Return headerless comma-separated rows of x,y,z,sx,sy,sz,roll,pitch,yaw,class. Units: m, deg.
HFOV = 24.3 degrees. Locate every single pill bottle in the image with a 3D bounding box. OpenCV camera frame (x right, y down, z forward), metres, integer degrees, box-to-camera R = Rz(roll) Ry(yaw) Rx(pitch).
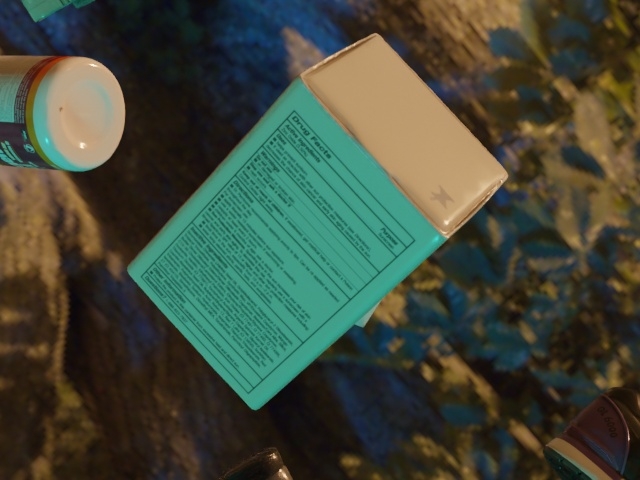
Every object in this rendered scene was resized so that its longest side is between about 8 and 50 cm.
-0.327,-0.140,1.608,0.221,0.121,0.121,6,-135,39,pill bottle

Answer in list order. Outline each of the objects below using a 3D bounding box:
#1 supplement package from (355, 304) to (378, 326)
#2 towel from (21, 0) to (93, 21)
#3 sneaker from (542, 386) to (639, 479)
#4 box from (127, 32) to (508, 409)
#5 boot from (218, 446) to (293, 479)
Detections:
0.000,0.000,1.680,0.105,0.105,0.179,-56,-143,11,supplement package
-0.333,-0.497,2.001,0.312,0.324,0.056,-29,-177,6,towel
0.355,0.246,1.407,0.124,0.283,0.107,-44,154,-11,sneaker
-0.005,-0.012,1.080,0.232,0.148,0.127,-44,177,35,box
-0.120,0.383,1.868,0.247,0.161,0.083,-27,-176,2,boot
